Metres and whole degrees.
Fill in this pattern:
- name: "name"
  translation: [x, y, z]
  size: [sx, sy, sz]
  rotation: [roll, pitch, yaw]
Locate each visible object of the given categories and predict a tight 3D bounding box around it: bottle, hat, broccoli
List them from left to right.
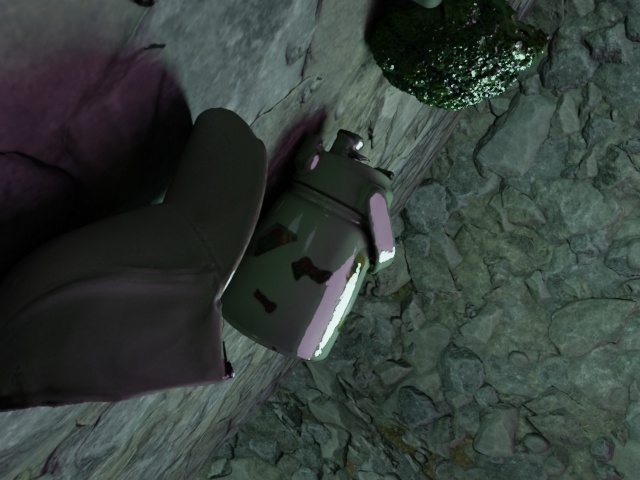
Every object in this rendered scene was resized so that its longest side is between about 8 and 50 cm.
- name: "hat"
  translation: [-0.161, 0.011, 0.487]
  size: [0.257, 0.167, 0.302]
  rotation: [-30, -139, 58]
- name: "bottle"
  translation: [0.000, 0.000, 0.936]
  size: [0.352, 0.229, 0.229]
  rotation: [-63, 169, 1]
- name: "broccoli"
  translation: [0.204, -0.319, 0.866]
  size: [0.269, 0.261, 0.242]
  rotation: [7, 97, -35]

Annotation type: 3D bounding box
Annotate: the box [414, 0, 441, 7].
- name: "box"
  translation: [0.141, -0.370, 0.678]
  size: [0.172, 0.092, 0.124]
  rotation: [-56, 173, 4]
